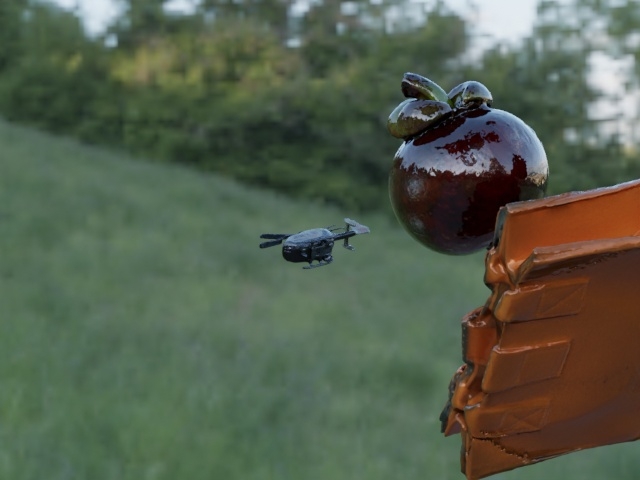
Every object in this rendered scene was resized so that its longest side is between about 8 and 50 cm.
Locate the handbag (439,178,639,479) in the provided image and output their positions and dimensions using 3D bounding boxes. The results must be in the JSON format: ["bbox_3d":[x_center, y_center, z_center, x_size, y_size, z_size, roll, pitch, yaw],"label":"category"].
[{"bbox_3d":[0.313,0.108,1.935,0.303,0.410,0.116,-9,47,-19],"label":"handbag"}]

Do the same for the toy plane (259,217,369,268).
[{"bbox_3d":[0.000,0.000,1.583,0.120,0.031,0.049,-12,29,-32],"label":"toy plane"}]

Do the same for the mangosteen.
[{"bbox_3d":[0.177,-0.107,2.110,0.215,0.257,0.215,-32,-6,-4],"label":"mangosteen"}]
